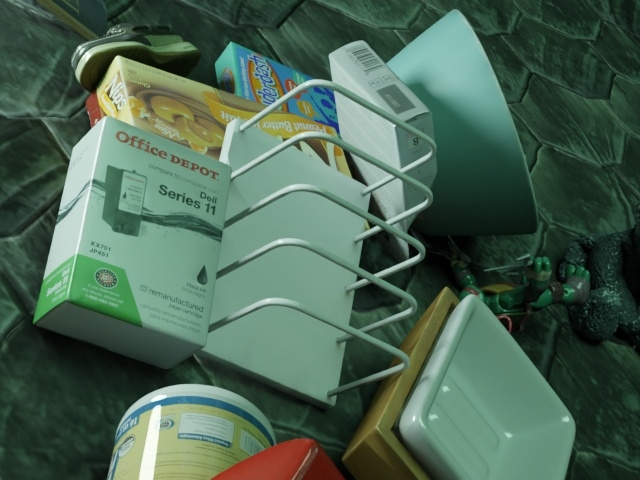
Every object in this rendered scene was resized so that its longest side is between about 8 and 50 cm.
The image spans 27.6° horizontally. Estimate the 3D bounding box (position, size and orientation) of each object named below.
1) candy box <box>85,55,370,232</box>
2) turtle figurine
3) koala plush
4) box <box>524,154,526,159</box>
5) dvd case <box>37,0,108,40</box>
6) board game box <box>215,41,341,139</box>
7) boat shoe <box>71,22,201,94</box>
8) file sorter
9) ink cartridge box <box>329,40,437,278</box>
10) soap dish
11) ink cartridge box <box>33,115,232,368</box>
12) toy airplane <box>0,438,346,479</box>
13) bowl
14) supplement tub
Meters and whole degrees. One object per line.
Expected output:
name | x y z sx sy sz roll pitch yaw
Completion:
candy box | -0.107 -0.086 1.534 0.316 0.087 0.183 16 41 -34
turtle figurine | 0.238 0.063 1.694 0.234 0.118 0.175 4 7 -45
koala plush | 0.473 0.023 1.874 0.196 0.221 0.203 18 39 -31
box | 0.243 -0.109 1.967 0.145 0.038 0.186 33 34 -13
dvd case | -0.348 -0.349 1.608 0.221 0.018 0.165 36 29 -38
board game box | -0.035 -0.164 1.738 0.210 0.047 0.160 20 38 -28
boat shoe | -0.234 -0.226 1.587 0.073 0.080 0.223 44 27 16
file sorter | 0.000 0.000 1.371 0.192 0.173 0.278 27 57 -27
ink cartridge box | 0.080 -0.099 1.586 0.066 0.232 0.189 -24 41 -11
soap dish | 0.150 0.212 1.379 0.229 0.118 0.291 51 32 -9
ink cartridge box | -0.181 0.001 1.294 0.153 0.087 0.209 21 58 -27
toy airplane | -0.152 0.330 0.859 0.384 0.386 0.272 -2 8 -37
bowl | 0.156 -0.128 1.718 0.311 0.163 0.312 -21 90 -89
supplement tub | -0.113 0.235 1.092 0.144 0.144 0.200 28 34 -19
